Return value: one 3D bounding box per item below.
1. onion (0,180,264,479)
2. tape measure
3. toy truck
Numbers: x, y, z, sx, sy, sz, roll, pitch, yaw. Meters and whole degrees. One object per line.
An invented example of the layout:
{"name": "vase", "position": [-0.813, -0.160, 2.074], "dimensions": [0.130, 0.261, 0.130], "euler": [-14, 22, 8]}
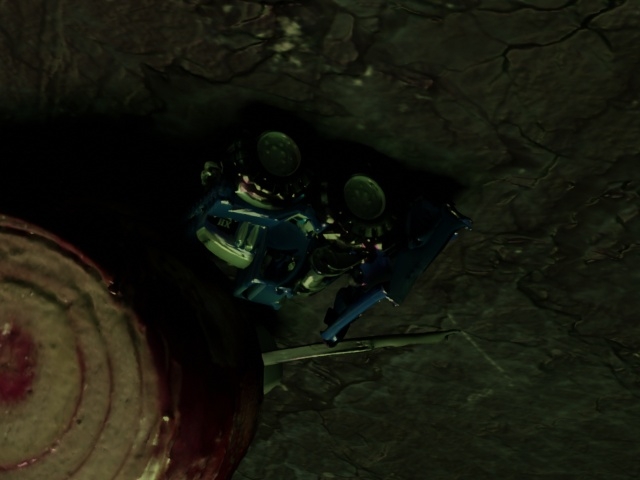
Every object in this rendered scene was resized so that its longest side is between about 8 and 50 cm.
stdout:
{"name": "onion", "position": [-0.188, 0.103, 1.384], "dimensions": [0.336, 0.282, 0.260], "euler": [18, -173, 25]}
{"name": "tape measure", "position": [-0.036, 0.096, 1.547], "dimensions": [0.330, 0.084, 0.164], "euler": [-21, -175, 13]}
{"name": "toy truck", "position": [0.000, 0.000, 1.311], "dimensions": [0.208, 0.126, 0.113], "euler": [19, 151, -19]}
